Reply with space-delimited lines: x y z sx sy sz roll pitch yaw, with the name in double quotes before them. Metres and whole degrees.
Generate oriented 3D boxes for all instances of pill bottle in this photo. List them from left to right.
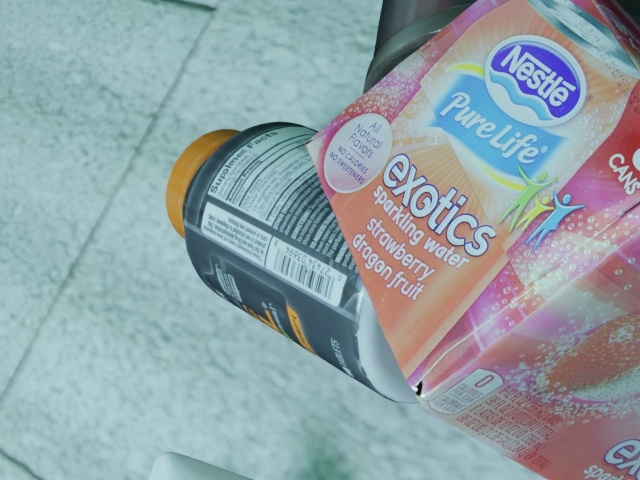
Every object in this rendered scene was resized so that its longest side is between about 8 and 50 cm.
"pill bottle" 0.000 0.000 0.936 0.246 0.130 0.130 28 86 47

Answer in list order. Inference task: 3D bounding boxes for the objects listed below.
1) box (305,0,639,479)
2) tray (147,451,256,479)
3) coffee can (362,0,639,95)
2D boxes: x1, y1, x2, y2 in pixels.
"box" 0.152 0.028 0.657 0.142 0.300 0.154 -38 45 19
"tray" -0.071 0.269 0.845 0.145 0.030 0.270 18 74 2
"coffee can" 0.143 -0.187 0.867 0.202 0.201 0.275 -11 59 38
